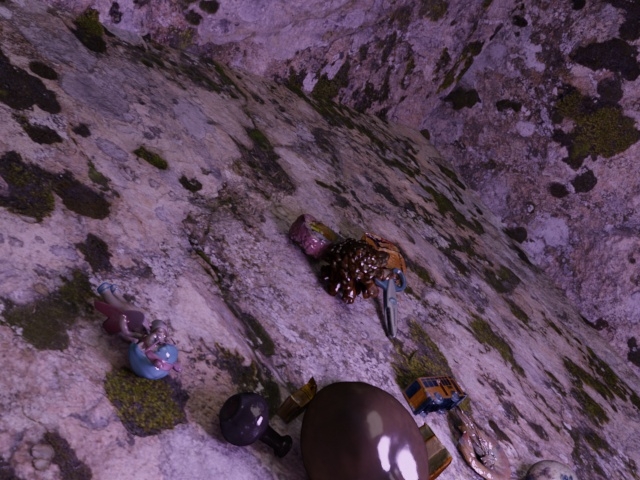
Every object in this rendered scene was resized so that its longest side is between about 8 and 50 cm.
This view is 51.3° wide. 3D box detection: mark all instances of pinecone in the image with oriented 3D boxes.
[{"bbox_3d":[0.112,0.100,2.162,0.202,0.201,0.229,9,36,-38],"label":"pinecone"}]

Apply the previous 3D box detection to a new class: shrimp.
[{"bbox_3d":[0.456,0.611,1.952,0.254,0.059,0.145,48,41,5],"label":"shrimp"}]

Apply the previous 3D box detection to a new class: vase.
[{"bbox_3d":[-0.138,0.417,1.475,0.183,0.120,0.120,46,21,-28],"label":"vase"}]

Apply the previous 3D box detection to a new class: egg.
[{"bbox_3d":[0.689,0.724,1.969,0.181,0.141,0.141,18,33,-31],"label":"egg"}]

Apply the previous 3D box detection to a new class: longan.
[{"bbox_3d":[0.104,0.476,1.486,0.350,0.288,0.288,58,30,6],"label":"longan"}]

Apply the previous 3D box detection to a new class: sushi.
[{"bbox_3d":[-0.014,-0.014,2.285,0.161,0.107,0.241,46,20,14],"label":"sushi"}]

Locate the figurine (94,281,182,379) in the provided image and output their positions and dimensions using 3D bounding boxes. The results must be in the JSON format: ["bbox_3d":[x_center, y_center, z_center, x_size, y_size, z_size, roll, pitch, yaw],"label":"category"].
[{"bbox_3d":[-0.408,0.206,1.491,0.260,0.103,0.205,46,-8,19],"label":"figurine"}]

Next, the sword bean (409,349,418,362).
[{"bbox_3d":[0.304,0.377,2.177,0.012,0.012,0.083,42,29,8],"label":"sword bean"}]

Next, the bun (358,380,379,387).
[{"bbox_3d":[0.121,0.443,1.718,0.222,0.127,0.222,28,31,-18],"label":"bun"}]

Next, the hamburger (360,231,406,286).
[{"bbox_3d":[0.210,0.077,2.427,0.231,0.107,0.231,31,31,-21],"label":"hamburger"}]

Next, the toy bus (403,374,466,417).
[{"bbox_3d":[0.344,0.462,2.006,0.182,0.091,0.103,7,41,-44],"label":"toy bus"}]

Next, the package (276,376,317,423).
[{"bbox_3d":[-0.048,0.394,1.647,0.047,0.071,0.131,40,24,15],"label":"package"}]

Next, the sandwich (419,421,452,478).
[{"bbox_3d":[0.285,0.540,1.716,0.144,0.187,0.117,-10,54,-49],"label":"sandwich"}]

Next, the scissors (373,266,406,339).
[{"bbox_3d":[0.236,0.204,2.248,0.138,0.041,0.289,22,50,-25],"label":"scissors"}]
